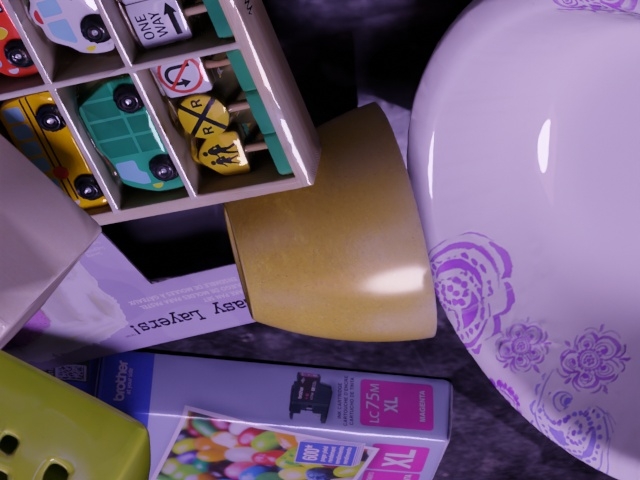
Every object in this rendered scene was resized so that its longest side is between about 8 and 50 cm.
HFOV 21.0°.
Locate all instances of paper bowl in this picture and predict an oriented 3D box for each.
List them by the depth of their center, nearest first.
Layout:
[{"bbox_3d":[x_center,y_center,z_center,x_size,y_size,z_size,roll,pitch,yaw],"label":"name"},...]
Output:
[{"bbox_3d":[0.193,-0.023,0.883,0.148,0.284,0.284,-29,168,-40],"label":"paper bowl"}]

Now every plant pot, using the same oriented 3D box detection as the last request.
[{"bbox_3d":[0.000,0.000,0.952,0.095,0.134,0.134,-14,146,-5],"label":"plant pot"},{"bbox_3d":[-0.258,0.189,1.158,0.228,0.207,0.227,25,159,3],"label":"plant pot"}]

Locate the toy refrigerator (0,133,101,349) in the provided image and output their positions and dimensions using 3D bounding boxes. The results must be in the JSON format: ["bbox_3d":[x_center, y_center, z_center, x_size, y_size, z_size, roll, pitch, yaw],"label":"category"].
[{"bbox_3d":[-0.250,-0.053,0.892,0.269,0.094,0.102,42,141,-2],"label":"toy refrigerator"}]

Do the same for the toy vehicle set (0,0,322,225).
[{"bbox_3d":[-0.121,-0.126,0.854,0.166,0.035,0.267,-11,126,19],"label":"toy vehicle set"}]

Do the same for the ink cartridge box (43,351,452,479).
[{"bbox_3d":[-0.069,0.159,1.324,0.311,0.065,0.186,8,145,-4],"label":"ink cartridge box"}]

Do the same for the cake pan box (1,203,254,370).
[{"bbox_3d":[-0.146,-0.020,1.056,0.266,0.070,0.246,-13,145,20],"label":"cake pan box"}]
